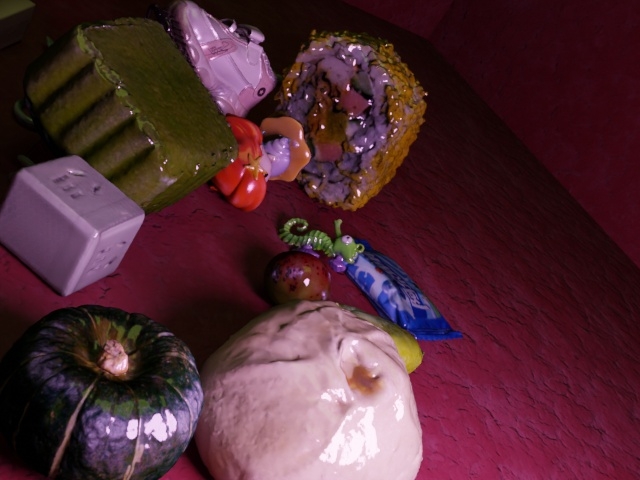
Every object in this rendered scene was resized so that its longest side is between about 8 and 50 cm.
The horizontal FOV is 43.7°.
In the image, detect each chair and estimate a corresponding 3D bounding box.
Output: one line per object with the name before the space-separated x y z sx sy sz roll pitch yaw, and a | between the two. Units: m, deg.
chair | -0.357 -0.407 1.798 0.113 0.229 0.106 -4 46 -47

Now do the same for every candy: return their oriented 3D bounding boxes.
candy | 0.147 0.103 1.711 0.187 0.077 0.331 3 39 -50

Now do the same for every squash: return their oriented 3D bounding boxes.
squash | -0.272 0.192 0.996 0.252 0.165 0.252 26 27 -14

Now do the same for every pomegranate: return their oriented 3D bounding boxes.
pomegranate | -0.048 0.088 1.468 0.129 0.129 0.159 32 36 -6

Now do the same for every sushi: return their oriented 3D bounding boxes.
sushi | 0.049 -0.300 1.908 0.351 0.396 0.240 36 30 14

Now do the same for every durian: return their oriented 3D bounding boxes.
durian | 0.103 0.188 1.493 0.250 0.101 0.139 24 28 -20

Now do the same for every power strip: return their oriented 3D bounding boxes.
power strip | -0.414 -0.045 1.247 0.224 0.139 0.140 39 28 7

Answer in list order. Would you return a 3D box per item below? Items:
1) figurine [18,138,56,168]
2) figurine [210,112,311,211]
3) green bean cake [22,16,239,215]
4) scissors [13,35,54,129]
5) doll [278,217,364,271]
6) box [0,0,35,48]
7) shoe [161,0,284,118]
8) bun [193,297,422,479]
figurine | -0.451 -0.143 1.443 0.098 0.082 0.154 50 27 0
figurine | -0.159 -0.180 1.738 0.257 0.181 0.208 -33 110 -59
green bean cake | -0.337 -0.217 1.428 0.319 0.218 0.335 59 22 0
scissors | -0.524 -0.321 1.685 0.256 0.029 0.383 14 36 -34
doll | 0.000 0.000 1.685 0.190 0.050 0.115 13 56 14
box | -0.735 -0.470 1.615 0.203 0.106 0.251 33 28 -7
shoe | -0.229 -0.442 1.876 0.172 0.198 0.351 44 -11 38
bun | 0.004 0.231 1.155 0.364 0.202 0.364 19 43 -19
